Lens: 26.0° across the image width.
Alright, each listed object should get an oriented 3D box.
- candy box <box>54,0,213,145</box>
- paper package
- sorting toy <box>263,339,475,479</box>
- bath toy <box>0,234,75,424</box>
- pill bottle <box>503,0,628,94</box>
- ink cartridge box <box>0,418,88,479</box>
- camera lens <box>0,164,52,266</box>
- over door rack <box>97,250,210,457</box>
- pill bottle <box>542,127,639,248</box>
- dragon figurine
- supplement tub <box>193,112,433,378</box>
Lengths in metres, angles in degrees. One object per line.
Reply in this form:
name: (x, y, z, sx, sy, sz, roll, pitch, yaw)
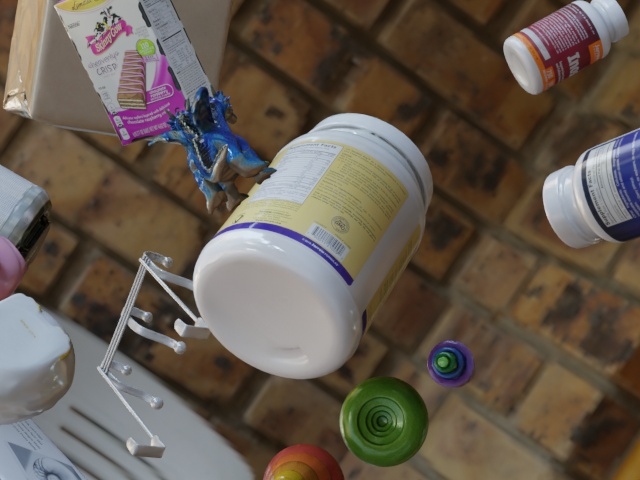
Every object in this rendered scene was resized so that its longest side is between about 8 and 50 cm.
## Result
candy box: (-0.268, -0.270, 2.025, 0.159, 0.071, 0.233, -13, -71, 38)
paper package: (-0.327, -0.326, 2.279, 0.325, 0.309, 0.168, 7, 5, -30)
sorting toy: (0.057, 0.262, 1.896, 0.127, 0.365, 0.126, 52, 6, 15)
bath toy: (-0.318, 0.018, 1.168, 0.151, 0.129, 0.348, -19, 60, -38)
pill bottle: (0.327, -0.263, 1.833, 0.086, 0.152, 0.086, 60, -5, 9)
ink cartridge box: (-0.426, 0.323, 2.034, 0.223, 0.045, 0.224, 44, 17, 14)
camera lens: (-0.569, -0.035, 2.124, 0.274, 0.219, 0.219, 30, -1, -5)
over door rack: (-0.260, 0.187, 2.280, 0.108, 0.239, 0.324, 15, 15, -25)
pill bottle: (0.466, -0.084, 2.026, 0.153, 0.153, 0.265, 35, -38, -31)
dragon figurine: (-0.129, -0.108, 1.506, 0.144, 0.085, 0.289, 48, 9, 4)
supplement tub: (0.000, 0.000, 1.887, 0.241, 0.331, 0.241, 17, -46, 18)
